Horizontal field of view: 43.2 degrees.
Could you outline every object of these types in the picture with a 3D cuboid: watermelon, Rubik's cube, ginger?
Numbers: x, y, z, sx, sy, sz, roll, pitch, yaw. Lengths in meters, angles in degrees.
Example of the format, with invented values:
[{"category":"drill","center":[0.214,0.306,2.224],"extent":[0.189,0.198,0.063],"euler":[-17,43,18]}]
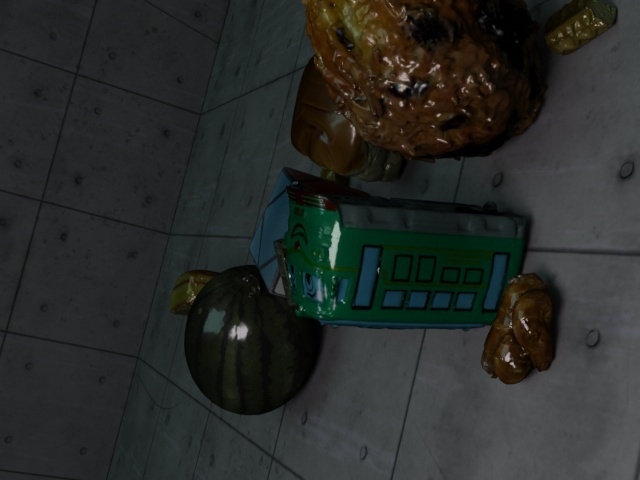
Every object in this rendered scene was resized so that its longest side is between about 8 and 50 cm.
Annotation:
[{"category":"watermelon","center":[-0.146,0.202,1.692],"extent":[0.278,0.279,0.359],"euler":[-108,15,-52]},{"category":"Rubik's cube","center":[0.000,0.000,1.611],"extent":[0.205,0.207,0.205],"euler":[-67,26,17]},{"category":"ginger","center":[0.275,0.130,1.092],"extent":[0.103,0.073,0.162],"euler":[-102,27,-70]}]

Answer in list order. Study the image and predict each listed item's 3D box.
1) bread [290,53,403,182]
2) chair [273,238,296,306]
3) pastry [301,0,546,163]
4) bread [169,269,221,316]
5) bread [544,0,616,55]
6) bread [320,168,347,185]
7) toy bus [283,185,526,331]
[{"category":"bread","center":[0.070,-0.253,1.589],"extent":[0.279,0.225,0.250],"euler":[36,110,61]},{"category":"chair","center":[0.060,0.046,1.419],"extent":[0.270,0.147,0.136],"euler":[3,109,55]},{"category":"pastry","center":[0.162,-0.271,1.198],"extent":[0.292,0.405,0.337],"euler":[-32,43,35]},{"category":"bread","center":[-0.243,0.142,2.030],"extent":[0.184,0.234,0.110],"euler":[155,123,-62]},{"category":"bread","center":[0.370,-0.313,1.171],"extent":[0.110,0.060,0.066],"euler":[-30,79,60]},{"category":"bread","center":[0.033,-0.153,1.823],"extent":[0.074,0.053,0.132],"euler":[2,76,66]},{"category":"toy bus","center":[0.114,0.029,1.187],"extent":[0.183,0.344,0.199],"euler":[-156,72,-66]}]
